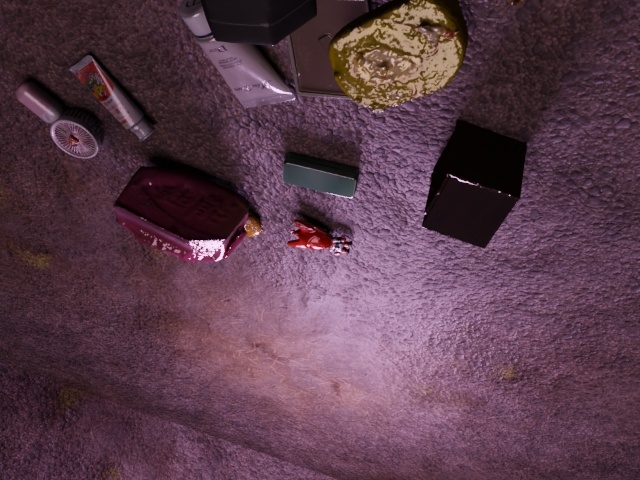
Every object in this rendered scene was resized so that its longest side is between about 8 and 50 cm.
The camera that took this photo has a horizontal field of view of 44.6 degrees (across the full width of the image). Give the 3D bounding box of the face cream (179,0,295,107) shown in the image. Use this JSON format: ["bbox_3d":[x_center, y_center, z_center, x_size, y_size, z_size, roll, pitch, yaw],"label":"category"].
[{"bbox_3d":[-0.183,-0.399,1.676,0.143,0.089,0.314,-6,147,28],"label":"face cream"}]

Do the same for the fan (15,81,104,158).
[{"bbox_3d":[-0.659,-0.305,1.967,0.244,0.074,0.130,40,137,-25],"label":"fan"}]

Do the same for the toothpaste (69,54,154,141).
[{"bbox_3d":[-0.498,-0.343,1.884,0.089,0.057,0.234,-19,121,39],"label":"toothpaste"}]

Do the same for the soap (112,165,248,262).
[{"bbox_3d":[-0.351,-0.066,2.021,0.325,0.220,0.127,28,148,-2],"label":"soap"}]

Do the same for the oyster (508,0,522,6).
[{"bbox_3d":[0.310,-0.551,1.283,0.221,0.096,0.361,18,140,11],"label":"oyster"}]

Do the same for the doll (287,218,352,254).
[{"bbox_3d":[0.000,0.000,2.097,0.169,0.057,0.109,20,140,-1],"label":"doll"}]

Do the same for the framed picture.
[{"bbox_3d":[0.020,-0.401,1.629,0.189,0.023,0.260,6,141,15],"label":"framed picture"}]

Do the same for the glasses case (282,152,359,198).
[{"bbox_3d":[0.000,-0.160,1.917,0.184,0.039,0.078,14,142,5],"label":"glasses case"}]

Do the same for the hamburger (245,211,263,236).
[{"bbox_3d":[-0.198,-0.044,2.133,0.076,0.044,0.083,-19,127,36],"label":"hamburger"}]

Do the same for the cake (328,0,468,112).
[{"bbox_3d":[0.151,-0.359,1.485,0.260,0.156,0.179,-20,109,26],"label":"cake"}]

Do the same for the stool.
[{"bbox_3d":[-0.120,-0.473,1.443,0.232,0.232,0.141,7,143,13],"label":"stool"}]

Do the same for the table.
[{"bbox_3d":[0.332,-0.122,1.732,0.172,0.169,0.193,19,143,-2],"label":"table"}]
